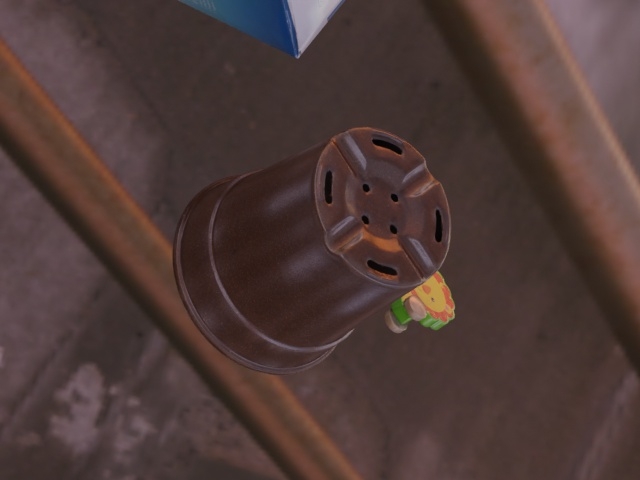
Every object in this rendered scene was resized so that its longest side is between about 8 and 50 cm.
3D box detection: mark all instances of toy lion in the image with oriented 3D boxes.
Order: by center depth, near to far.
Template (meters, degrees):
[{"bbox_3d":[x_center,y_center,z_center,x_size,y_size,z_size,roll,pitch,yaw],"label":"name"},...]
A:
[{"bbox_3d":[0.080,0.037,1.499,0.100,0.034,0.096,58,31,6],"label":"toy lion"}]

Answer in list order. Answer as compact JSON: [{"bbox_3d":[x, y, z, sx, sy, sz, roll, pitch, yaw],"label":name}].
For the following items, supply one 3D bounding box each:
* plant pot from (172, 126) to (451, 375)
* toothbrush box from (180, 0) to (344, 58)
[{"bbox_3d":[0.000,0.000,1.253,0.167,0.165,0.167,15,63,-31],"label":"plant pot"},{"bbox_3d":[-0.083,-0.303,1.266,0.216,0.295,0.126,-53,157,-22],"label":"toothbrush box"}]
